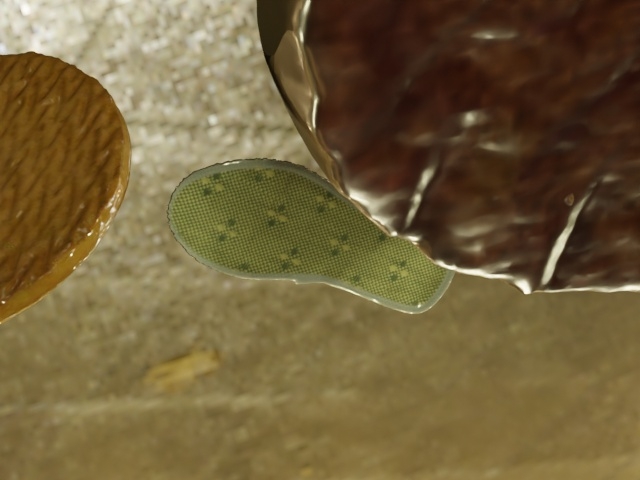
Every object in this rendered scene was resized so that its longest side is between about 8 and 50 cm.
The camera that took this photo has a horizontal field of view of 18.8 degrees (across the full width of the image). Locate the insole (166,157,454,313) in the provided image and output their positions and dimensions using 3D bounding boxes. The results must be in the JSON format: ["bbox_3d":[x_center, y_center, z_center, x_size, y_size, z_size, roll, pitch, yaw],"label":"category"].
[{"bbox_3d":[0.000,0.000,1.626,0.322,0.007,0.109,20,105,-40],"label":"insole"}]

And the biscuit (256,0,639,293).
[{"bbox_3d":[0.168,-0.141,0.817,0.407,0.091,0.407,-14,139,-12],"label":"biscuit"}]

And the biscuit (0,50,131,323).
[{"bbox_3d":[-0.248,-0.028,1.301,0.262,0.262,0.037,-20,135,0],"label":"biscuit"}]
